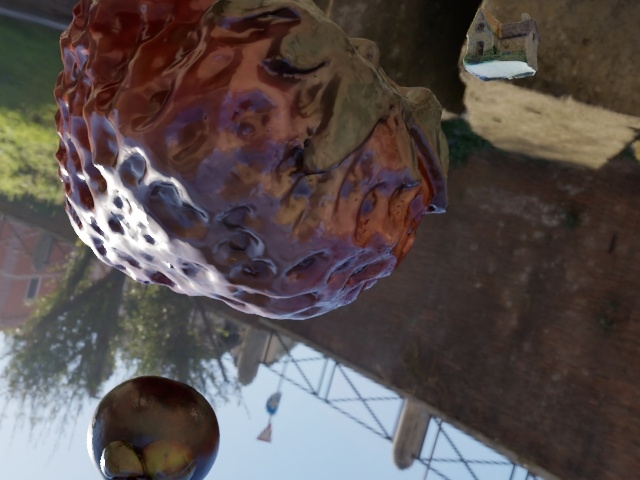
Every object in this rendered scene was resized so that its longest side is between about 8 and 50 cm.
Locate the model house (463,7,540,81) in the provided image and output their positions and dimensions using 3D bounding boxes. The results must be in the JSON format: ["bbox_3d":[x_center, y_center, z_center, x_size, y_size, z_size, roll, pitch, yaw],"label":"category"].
[{"bbox_3d":[0.291,-0.318,1.186,0.101,0.100,0.088,2,173,38],"label":"model house"}]

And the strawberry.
[{"bbox_3d":[-0.082,-0.032,0.506,0.265,0.149,0.336,36,149,-30],"label":"strawberry"}]

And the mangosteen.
[{"bbox_3d":[-0.102,0.123,0.450,0.081,0.081,0.081,15,-176,-1],"label":"mangosteen"}]
